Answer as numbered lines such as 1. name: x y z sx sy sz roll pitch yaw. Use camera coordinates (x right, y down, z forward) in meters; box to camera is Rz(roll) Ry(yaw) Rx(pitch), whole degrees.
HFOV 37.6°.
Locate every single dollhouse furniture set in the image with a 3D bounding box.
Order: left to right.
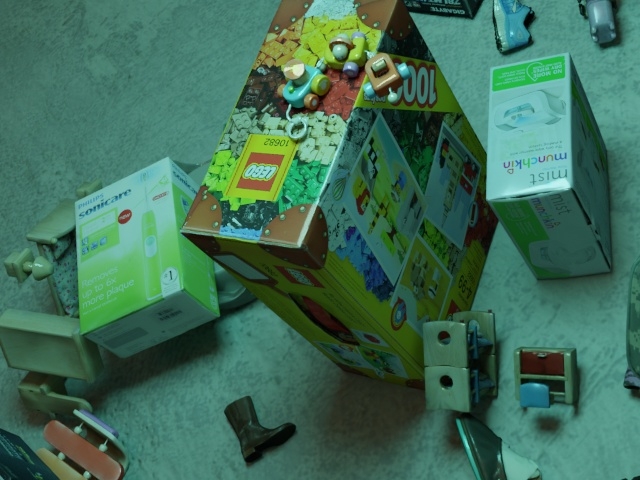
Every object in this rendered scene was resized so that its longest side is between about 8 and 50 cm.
1. dollhouse furniture set: -0.421 0.108 1.756 0.173 0.303 0.356 7 36 18
2. dollhouse furniture set: 0.256 0.169 1.337 0.183 0.129 0.129 -2 93 29

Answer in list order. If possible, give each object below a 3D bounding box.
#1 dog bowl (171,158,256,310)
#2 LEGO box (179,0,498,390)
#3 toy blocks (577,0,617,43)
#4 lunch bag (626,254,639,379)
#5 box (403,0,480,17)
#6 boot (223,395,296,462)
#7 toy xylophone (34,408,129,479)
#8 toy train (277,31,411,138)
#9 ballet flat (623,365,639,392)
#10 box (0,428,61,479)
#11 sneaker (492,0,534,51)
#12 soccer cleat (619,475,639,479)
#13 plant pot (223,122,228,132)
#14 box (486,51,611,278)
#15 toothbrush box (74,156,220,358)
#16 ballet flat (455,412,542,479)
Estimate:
1. dog bowl: -0.184 -0.028 1.739 0.348 0.102 0.349 -14 56 21
2. LEGO box: 0.067 -0.049 1.361 0.193 0.500 0.373 8 67 32
3. toy blocks: 0.544 -0.396 1.437 0.308 0.289 0.260 -10 53 20
4. lunch bag: 0.564 0.081 1.178 0.305 0.213 0.256 14 27 41
5. box: 0.226 -0.587 1.860 0.293 0.073 0.296 17 72 34
6. boot: -0.102 0.293 1.553 0.106 0.037 0.114 -33 48 5
7. toy xylophone: -0.425 0.459 1.600 0.236 0.081 0.323 13 70 33
8. toy train: 0.019 -0.195 1.124 0.166 0.046 0.125 -24 53 14
9. ballet flat: 0.502 0.222 1.248 0.221 0.077 0.079 30 98 42
10. box: -0.511 0.371 1.527 0.232 0.183 0.059 30 79 38
11. sneaker: 0.351 -0.412 1.710 0.073 0.063 0.162 -4 64 7
12. soccer cleat: 0.479 0.342 1.178 0.318 0.108 0.117 -17 78 16
13. plant pot: -0.024 -0.129 1.553 0.165 0.166 0.234 24 36 28
14. box: 0.345 -0.101 1.393 0.126 0.262 0.231 -7 61 26
15. toothbrush box: -0.304 0.029 1.631 0.206 0.122 0.283 -23 53 16
16. ballet flat: 0.264 0.362 1.284 0.096 0.095 0.281 -16 66 8
